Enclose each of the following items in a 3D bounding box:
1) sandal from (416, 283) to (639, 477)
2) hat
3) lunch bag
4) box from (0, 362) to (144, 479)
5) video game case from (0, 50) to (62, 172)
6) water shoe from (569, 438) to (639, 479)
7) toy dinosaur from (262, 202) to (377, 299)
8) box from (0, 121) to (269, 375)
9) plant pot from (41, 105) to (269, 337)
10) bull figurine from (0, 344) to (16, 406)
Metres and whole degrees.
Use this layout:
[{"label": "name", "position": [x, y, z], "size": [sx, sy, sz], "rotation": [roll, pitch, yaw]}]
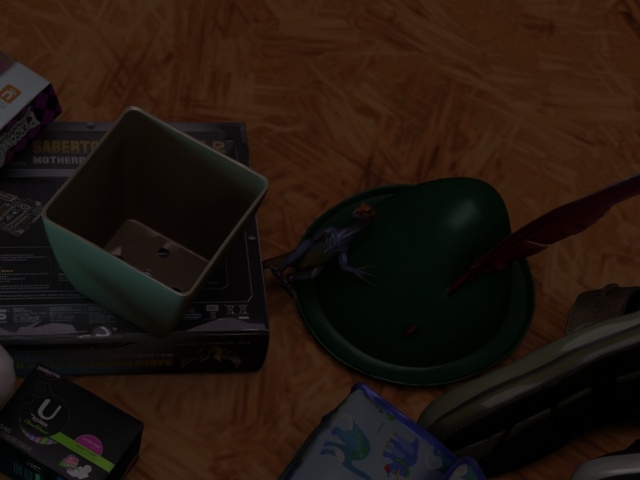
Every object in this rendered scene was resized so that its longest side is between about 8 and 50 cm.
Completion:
[{"label": "sandal", "position": [0.194, 0.075, 1.245], "size": [0.303, 0.120, 0.086], "rotation": [-16, 48, -20]}, {"label": "hat", "position": [0.095, -0.020, 1.239], "size": [0.208, 0.183, 0.173], "rotation": [-21, 63, -24]}, {"label": "lunch bag", "position": [0.041, 0.190, 1.150], "size": [0.151, 0.096, 0.129], "rotation": [39, 58, -1]}, {"label": "box", "position": [-0.167, 0.133, 1.164], "size": [0.083, 0.052, 0.062], "rotation": [28, 57, 9]}, {"label": "video game case", "position": [-0.332, -0.082, 1.233], "size": [0.232, 0.042, 0.210], "rotation": [33, 66, 25]}, {"label": "water shoe", "position": [0.256, 0.155, 1.239], "size": [0.203, 0.073, 0.080], "rotation": [-2, 36, -18]}, {"label": "toy dinosaur", "position": [0.000, 0.000, 1.255], "size": [0.082, 0.047, 0.090], "rotation": [-45, 44, -9]}, {"label": "box", "position": [-0.159, 0.003, 1.249], "size": [0.231, 0.056, 0.183], "rotation": [-1, 56, -12]}, {"label": "plant pot", "position": [-0.110, -0.002, 1.168], "size": [0.109, 0.096, 0.109], "rotation": [29, 57, 9]}, {"label": "bull figurine", "position": [-0.313, 0.138, 1.055], "size": [0.188, 0.101, 0.310], "rotation": [-6, 27, 25]}]
